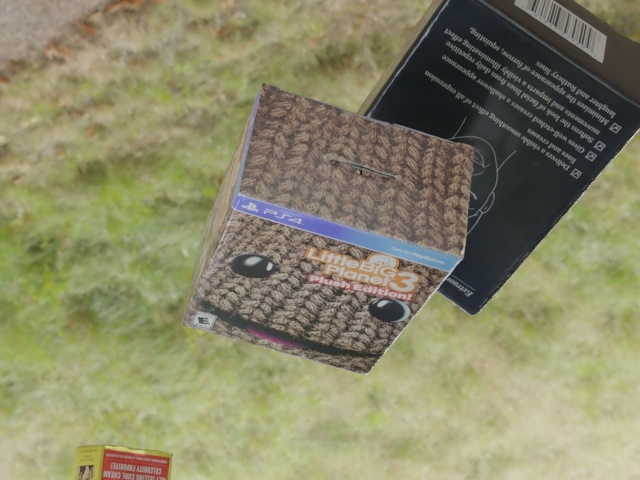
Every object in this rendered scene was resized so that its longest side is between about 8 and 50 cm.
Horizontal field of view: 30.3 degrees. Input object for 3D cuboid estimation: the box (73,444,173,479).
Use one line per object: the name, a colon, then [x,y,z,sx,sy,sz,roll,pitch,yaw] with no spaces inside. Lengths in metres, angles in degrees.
box: [-0.200,0.318,1.143,0.087,0.232,0.058,17,159,-36]

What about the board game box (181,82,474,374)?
board game box: [0.000,0.000,1.274,0.232,0.141,0.291,16,147,-9]

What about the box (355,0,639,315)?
box: [0.213,-0.150,1.608,0.395,0.293,0.212,-53,-175,33]
